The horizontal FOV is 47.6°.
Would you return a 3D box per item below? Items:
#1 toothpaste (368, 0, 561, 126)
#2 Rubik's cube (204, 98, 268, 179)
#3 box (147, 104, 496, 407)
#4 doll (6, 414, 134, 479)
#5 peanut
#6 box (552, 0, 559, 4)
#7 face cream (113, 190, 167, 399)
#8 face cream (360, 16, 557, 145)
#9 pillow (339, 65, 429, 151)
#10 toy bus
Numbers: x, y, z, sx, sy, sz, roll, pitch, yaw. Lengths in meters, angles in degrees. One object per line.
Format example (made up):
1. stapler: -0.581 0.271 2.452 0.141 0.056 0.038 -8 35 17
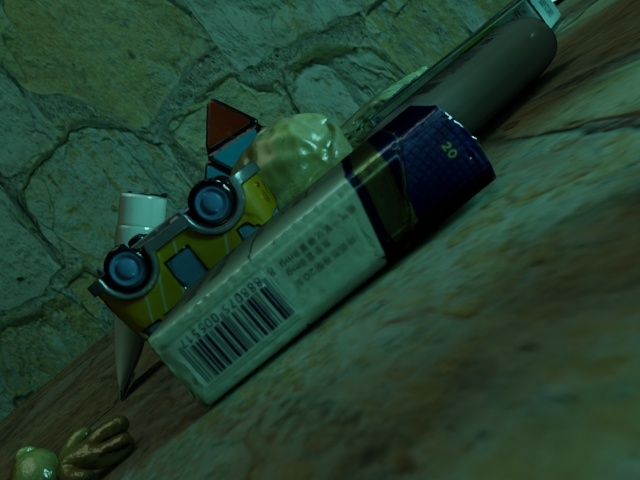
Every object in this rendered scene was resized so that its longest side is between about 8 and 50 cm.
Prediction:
1. toothpaste: 0.221 -0.272 1.162 0.336 0.067 0.081 -33 9 42
2. Rubik's cube: -0.125 -0.049 1.056 0.234 0.250 0.284 -55 18 -22
3. box: 0.000 0.000 0.554 0.259 0.071 0.168 -38 7 8
4. doll: -0.193 0.169 0.558 0.093 0.051 0.061 -41 35 5
5. peanut: -0.085 -0.021 0.890 0.313 0.149 0.149 -39 7 19
6. box: 0.448 -0.480 1.409 0.212 0.042 0.201 -39 7 -4
7. face cream: -0.225 0.061 0.877 0.058 0.244 0.092 6 3 -5
8. face cream: 0.105 -0.111 0.713 0.291 0.071 0.144 -41 6 -19
9. pillow: 0.098 -0.230 1.493 0.280 0.076 0.274 -41 2 32
10. toy bus: -0.119 0.022 0.752 0.209 0.136 0.126 -38 7 2
